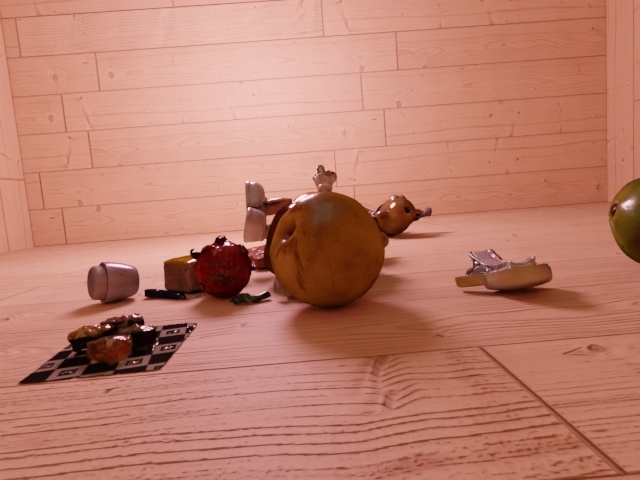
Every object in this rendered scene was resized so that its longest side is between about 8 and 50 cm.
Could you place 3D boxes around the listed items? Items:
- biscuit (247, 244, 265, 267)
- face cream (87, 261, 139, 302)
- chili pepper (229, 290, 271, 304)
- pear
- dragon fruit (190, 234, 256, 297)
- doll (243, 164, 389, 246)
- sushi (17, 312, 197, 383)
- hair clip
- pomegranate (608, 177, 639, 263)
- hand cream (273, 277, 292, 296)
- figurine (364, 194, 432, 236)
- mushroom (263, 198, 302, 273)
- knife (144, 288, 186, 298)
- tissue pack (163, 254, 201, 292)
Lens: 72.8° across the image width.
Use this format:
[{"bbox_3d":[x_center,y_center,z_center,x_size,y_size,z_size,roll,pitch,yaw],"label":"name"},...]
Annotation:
[{"bbox_3d":[-0.166,0.044,1.402,0.306,0.043,0.284,-6,11,38],"label":"biscuit"},{"bbox_3d":[-0.464,0.093,0.974,0.095,0.091,0.091,1,1,-42],"label":"face cream"},{"bbox_3d":[-0.138,0.115,0.864,0.083,0.022,0.027,-6,39,-24],"label":"chili pepper"},{"bbox_3d":[0.018,0.020,0.786,0.209,0.209,0.209,-4,6,0],"label":"pear"},{"bbox_3d":[-0.208,0.060,0.941,0.133,0.136,0.166,-17,-9,-25],"label":"dragon fruit"},{"bbox_3d":[-0.035,-0.069,1.278,0.423,0.348,0.161,-17,-24,-27],"label":"doll"},{"bbox_3d":[-0.297,0.139,0.639,0.192,0.040,0.210,-5,6,-4],"label":"sushi"},{"bbox_3d":[0.336,0.058,0.820,0.159,0.071,0.218,-8,1,-8],"label":"hair clip"},{"bbox_3d":[0.710,-0.010,0.879,0.190,0.241,0.159,-28,24,44],"label":"pomegranate"},{"bbox_3d":[-0.026,0.091,0.899,0.142,0.053,0.084,4,1,-23],"label":"hand cream"},{"bbox_3d":[0.304,-0.103,1.866,0.342,0.167,0.285,-28,5,-15],"label":"figurine"},{"bbox_3d":[0.006,-0.012,1.042,0.283,0.195,0.263,1,9,-25],"label":"mushroom"},{"bbox_3d":[-0.346,0.120,0.970,0.121,0.018,0.031,0,0,30],"label":"knife"},{"bbox_3d":[-0.283,0.072,1.074,0.120,0.082,0.169,-1,7,43],"label":"tissue pack"}]
